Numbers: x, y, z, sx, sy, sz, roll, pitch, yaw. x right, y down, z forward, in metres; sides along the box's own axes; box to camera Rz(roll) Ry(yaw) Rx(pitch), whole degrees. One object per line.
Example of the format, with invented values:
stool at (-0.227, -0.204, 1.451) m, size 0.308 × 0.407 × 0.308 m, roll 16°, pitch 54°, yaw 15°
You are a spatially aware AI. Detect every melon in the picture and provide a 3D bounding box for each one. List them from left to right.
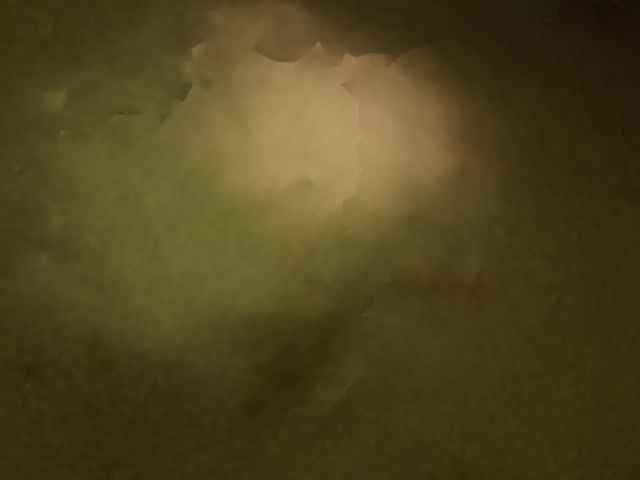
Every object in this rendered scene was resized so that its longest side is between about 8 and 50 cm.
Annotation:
melon at (-0.013, 0.000, 0.453) m, size 0.308 × 0.272 × 0.271 m, roll -18°, pitch 97°, yaw -39°
